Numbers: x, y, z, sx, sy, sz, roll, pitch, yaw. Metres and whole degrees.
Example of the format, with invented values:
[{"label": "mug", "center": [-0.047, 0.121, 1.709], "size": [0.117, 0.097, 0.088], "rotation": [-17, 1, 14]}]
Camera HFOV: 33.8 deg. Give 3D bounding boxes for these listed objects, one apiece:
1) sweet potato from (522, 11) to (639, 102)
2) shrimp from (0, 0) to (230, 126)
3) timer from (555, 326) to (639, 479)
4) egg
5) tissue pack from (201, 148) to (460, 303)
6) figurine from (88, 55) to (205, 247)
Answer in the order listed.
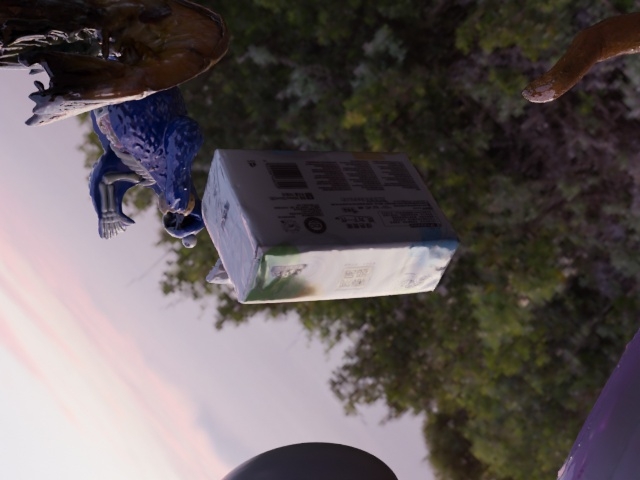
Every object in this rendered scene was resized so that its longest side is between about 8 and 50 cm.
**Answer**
[{"label": "sweet potato", "center": [0.236, -0.161, 0.864], "size": [0.044, 0.179, 0.044], "rotation": [44, 149, 36]}, {"label": "shrimp", "center": [-0.204, -0.147, 0.846], "size": [0.178, 0.289, 0.075], "rotation": [46, 133, 46]}, {"label": "timer", "center": [0.166, 0.137, 0.566], "size": [0.069, 0.208, 0.191], "rotation": [24, 136, 23]}, {"label": "egg", "center": [-0.022, 0.304, 1.119], "size": [0.176, 0.232, 0.176], "rotation": [63, 177, 5]}, {"label": "tissue pack", "center": [0.000, 0.000, 1.126], "size": [0.159, 0.229, 0.145], "rotation": [-117, 34, -42]}, {"label": "figurine", "center": [-0.206, -0.117, 1.274], "size": [0.164, 0.121, 0.262], "rotation": [-2, 116, 24]}]
